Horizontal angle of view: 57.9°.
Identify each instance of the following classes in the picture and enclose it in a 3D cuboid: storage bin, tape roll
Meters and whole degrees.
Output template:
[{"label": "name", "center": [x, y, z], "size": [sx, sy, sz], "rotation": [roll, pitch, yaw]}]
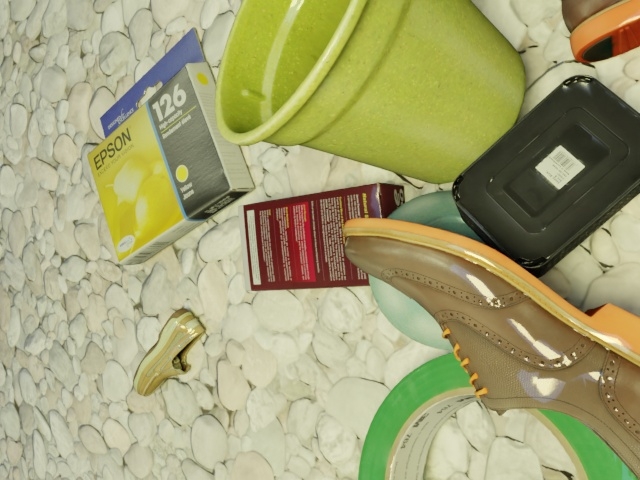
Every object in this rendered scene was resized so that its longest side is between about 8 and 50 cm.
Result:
[{"label": "storage bin", "center": [0.238, -0.060, 0.591], "size": [0.180, 0.084, 0.122], "rotation": [-43, 68, 7]}, {"label": "tape roll", "center": [0.188, 0.284, 0.630], "size": [0.321, 0.077, 0.321], "rotation": [-15, 66, 38]}]

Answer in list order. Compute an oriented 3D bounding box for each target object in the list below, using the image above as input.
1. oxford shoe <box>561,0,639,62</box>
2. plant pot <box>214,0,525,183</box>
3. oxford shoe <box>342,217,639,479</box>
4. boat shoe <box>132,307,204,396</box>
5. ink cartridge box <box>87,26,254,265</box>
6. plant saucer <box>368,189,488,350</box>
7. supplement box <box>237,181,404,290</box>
[{"label": "oxford shoe", "center": [0.356, -0.270, 0.528], "size": [0.271, 0.097, 0.098], "rotation": [-20, 75, 34]}, {"label": "plant pot", "center": [0.065, -0.184, 0.610], "size": [0.276, 0.253, 0.276], "rotation": [-32, 48, 44]}, {"label": "oxford shoe", "center": [0.160, 0.086, 0.548], "size": [0.363, 0.130, 0.133], "rotation": [27, 88, 26]}, {"label": "boat shoe", "center": [-0.262, 0.211, 1.005], "size": [0.072, 0.068, 0.190], "rotation": [38, 113, 14]}, {"label": "ink cartridge box", "center": [-0.282, -0.156, 0.993], "size": [0.303, 0.072, 0.307], "rotation": [-29, 79, 33]}, {"label": "plant saucer", "center": [0.150, 0.026, 0.662], "size": [0.194, 0.037, 0.195], "rotation": [-2, 71, 7]}, {"label": "supplement box", "center": [0.000, 0.000, 0.802], "size": [0.239, 0.073, 0.130], "rotation": [-5, 90, 36]}]
